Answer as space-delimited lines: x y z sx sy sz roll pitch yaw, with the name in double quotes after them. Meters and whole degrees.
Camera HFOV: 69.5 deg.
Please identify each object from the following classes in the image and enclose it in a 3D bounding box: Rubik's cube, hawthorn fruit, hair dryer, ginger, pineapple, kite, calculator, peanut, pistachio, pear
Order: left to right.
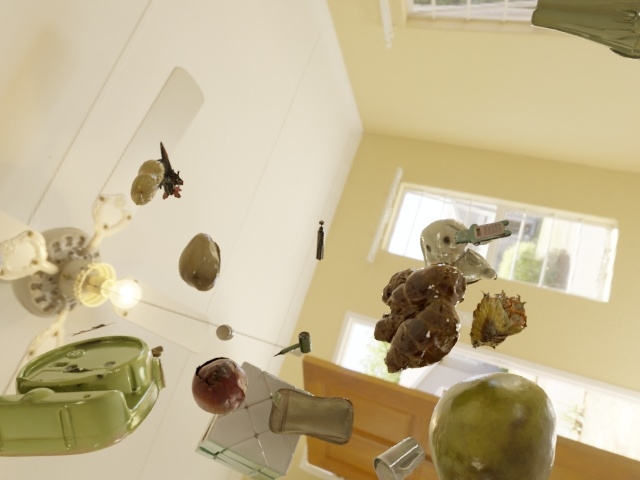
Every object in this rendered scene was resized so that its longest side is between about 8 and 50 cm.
-0.757 0.291 1.526 0.190 0.159 0.010 153 101 -84 "kite"
-0.528 -0.176 1.405 0.187 0.082 0.082 -93 -2 -49 "peanut"
-0.334 0.063 1.301 0.124 0.125 0.184 71 -163 -56 "pistachio"
-0.261 0.365 1.178 0.172 0.148 0.148 88 -157 -62 "hawthorn fruit"
-0.258 0.711 1.791 0.316 0.322 0.318 -56 8 53 "Rubik's cube"
-0.102 0.385 1.658 0.150 0.047 0.071 -18 -63 -23 "hair dryer"
0.287 0.229 1.391 0.152 0.274 0.357 35 -118 -51 "ginger"
0.416 -0.020 1.191 0.094 0.141 0.019 -72 -37 -53 "calculator"
0.470 0.542 1.269 0.414 0.352 0.351 -21 -56 -41 "pear"
0.467 0.198 1.226 0.233 0.080 0.135 107 162 -59 "pineapple"
0.424 -0.319 0.689 0.225 0.219 0.088 -52 -22 -70 "hair dryer"

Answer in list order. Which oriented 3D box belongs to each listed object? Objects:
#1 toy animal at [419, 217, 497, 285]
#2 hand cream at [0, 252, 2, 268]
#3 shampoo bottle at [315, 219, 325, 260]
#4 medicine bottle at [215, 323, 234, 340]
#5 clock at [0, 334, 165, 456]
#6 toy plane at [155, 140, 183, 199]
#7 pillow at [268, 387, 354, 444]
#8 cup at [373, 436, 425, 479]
0.487 0.039 1.644 0.174 0.249 0.289 -83 -21 -44 "toy animal"
-0.557 0.133 0.742 0.079 0.048 0.255 155 121 -72 "hand cream"
0.000 0.000 1.563 0.048 0.027 0.137 -111 22 -65 "shampoo bottle"
-0.304 0.293 1.469 0.089 0.052 0.052 103 -175 -76 "medicine bottle"
-0.385 0.235 0.775 0.308 0.235 0.096 -69 -27 -80 "clock"
-0.509 -0.229 1.515 0.061 0.130 0.189 -38 -60 -53 "toy plane"
-0.024 0.480 1.264 0.038 0.233 0.130 80 -163 -87 "pillow"
0.195 0.522 1.086 0.116 0.104 0.074 -19 -99 -32 "cup"
